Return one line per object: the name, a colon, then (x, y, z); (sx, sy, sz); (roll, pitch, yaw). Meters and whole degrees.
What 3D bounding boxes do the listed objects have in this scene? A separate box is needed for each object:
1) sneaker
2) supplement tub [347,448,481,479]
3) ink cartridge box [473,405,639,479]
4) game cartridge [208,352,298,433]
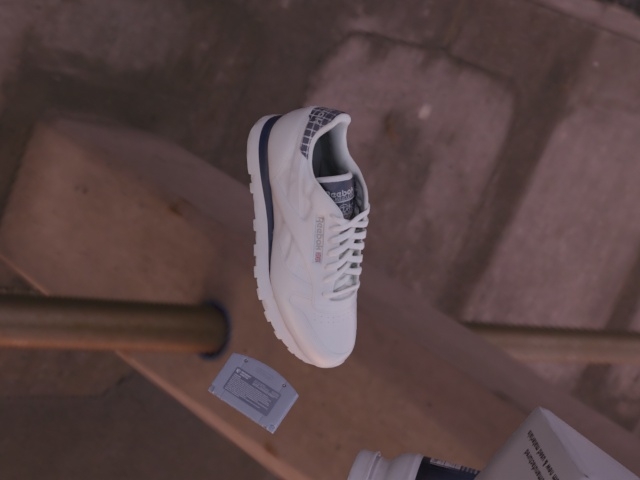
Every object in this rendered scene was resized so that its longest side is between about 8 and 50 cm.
sneaker: (0.000, 0.000, 1.173); (0.090, 0.095, 0.235); (-21, 104, -48)
supplement tub: (0.161, 0.371, 1.637); (0.191, 0.272, 0.191); (13, 90, -80)
ink cartridge box: (0.119, 0.268, 0.739); (0.201, 0.117, 0.278); (37, 99, -10)
game cartridge: (-0.067, 0.153, 1.363); (0.056, 0.083, 0.017); (-56, 162, -8)
